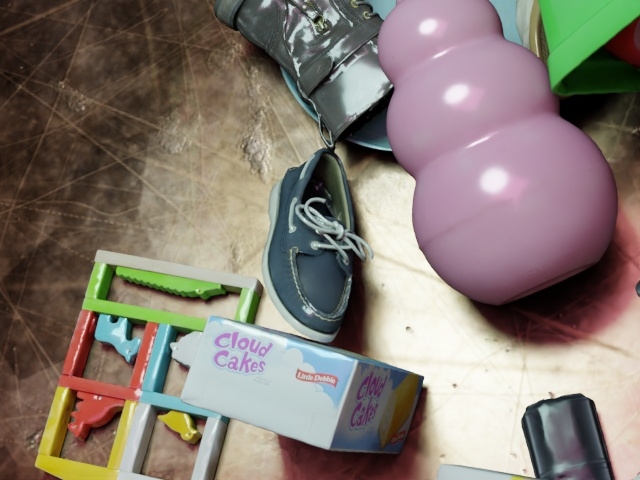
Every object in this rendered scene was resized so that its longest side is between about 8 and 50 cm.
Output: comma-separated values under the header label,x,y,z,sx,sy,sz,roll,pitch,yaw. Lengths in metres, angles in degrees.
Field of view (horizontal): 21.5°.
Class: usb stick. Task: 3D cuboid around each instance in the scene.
label,x,y,z,sx,sy,sz,roll,pitch,yaw
usb stick,0.261,0.283,1.641,0.077,0.045,0.278,-14,68,4

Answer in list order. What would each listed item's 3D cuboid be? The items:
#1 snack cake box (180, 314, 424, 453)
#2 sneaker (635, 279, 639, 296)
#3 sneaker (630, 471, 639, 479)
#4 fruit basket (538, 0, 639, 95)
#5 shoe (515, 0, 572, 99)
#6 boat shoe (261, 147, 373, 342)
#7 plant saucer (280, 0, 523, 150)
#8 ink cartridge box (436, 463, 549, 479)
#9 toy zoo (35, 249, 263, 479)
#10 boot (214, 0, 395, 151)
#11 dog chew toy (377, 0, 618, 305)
label,x,y,z,sx,sy,sz,roll,pitch,yaw
snack cake box,-0.010,0.142,1.633,0.152,0.264,0.089,18,88,18
sneaker,0.367,-0.008,1.686,0.153,0.101,0.269,-36,54,12
sneaker,0.386,0.262,1.569,0.225,0.088,0.093,4,50,31
fruit basket,0.423,-0.223,1.593,0.392,0.283,0.392,7,100,44
shoe,0.246,-0.248,1.784,0.076,0.058,0.219,5,74,-17
boat shoe,0.000,0.000,1.728,0.079,0.095,0.254,-48,22,29
plant saucer,0.108,-0.239,1.862,0.317,0.044,0.318,-4,71,12
ink cartridge box,0.208,0.302,1.581,0.212,0.093,0.154,6,82,36
toy zoo,-0.187,0.165,1.800,0.192,0.030,0.293,10,74,17
boot,0.037,-0.250,1.825,0.229,0.091,0.263,43,89,17
dog chew toy,0.161,-0.107,1.691,0.206,0.206,0.332,-23,82,5
